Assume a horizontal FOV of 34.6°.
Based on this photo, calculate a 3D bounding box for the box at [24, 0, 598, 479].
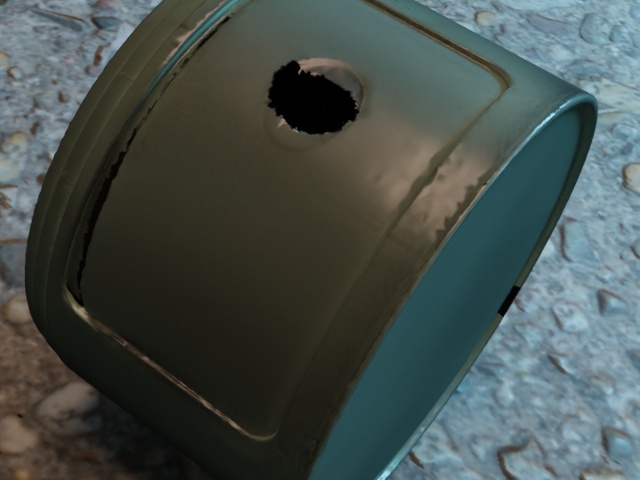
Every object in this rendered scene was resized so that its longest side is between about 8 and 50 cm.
[{"bbox_3d":[0.000,0.000,0.464,0.149,0.226,0.226,32,46,18],"label":"box"}]
